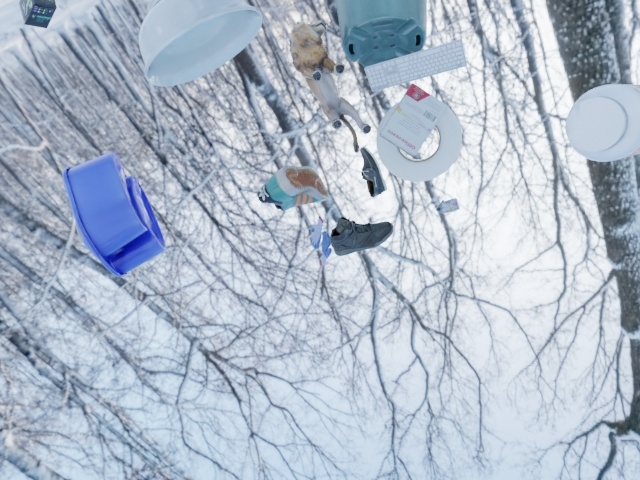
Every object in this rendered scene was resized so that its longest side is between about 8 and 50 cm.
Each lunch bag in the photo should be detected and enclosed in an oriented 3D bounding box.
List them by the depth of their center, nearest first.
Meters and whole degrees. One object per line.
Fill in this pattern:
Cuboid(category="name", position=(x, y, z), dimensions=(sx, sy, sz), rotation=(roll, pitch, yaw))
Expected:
Cuboid(category="lunch bag", position=(0.469, -0.126, 1.788), dimensions=(0.083, 0.053, 0.071), rotation=(-17, 175, 20))

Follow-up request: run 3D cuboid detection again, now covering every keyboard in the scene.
Cuboid(category="keyboard", position=(0.245, -0.453, 1.260), dimensions=(0.256, 0.072, 0.014), rotation=(-8, -134, 24))

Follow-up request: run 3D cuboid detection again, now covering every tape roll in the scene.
Cuboid(category="tape roll", position=(0.338, -0.345, 1.653), dimensions=(0.286, 0.286, 0.100), rotation=(-19, -174, 18))

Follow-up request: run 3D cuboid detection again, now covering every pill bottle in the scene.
Cuboid(category="pill bottle", position=(0.736, -0.293, 1.197), dimensions=(0.323, 0.181, 0.182), rotation=(-16, -162, -40))

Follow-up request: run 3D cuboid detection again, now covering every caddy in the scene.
Cuboid(category="caddy", position=(-0.555, -0.065, 1.271), dimensions=(0.179, 0.241, 0.341), rotation=(-27, -119, -7))

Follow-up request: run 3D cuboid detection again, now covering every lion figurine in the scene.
Cuboid(category="lion figurine", position=(0.019, -0.476, 1.508), dimensions=(0.142, 0.392, 0.240), rotation=(-26, -143, -6))

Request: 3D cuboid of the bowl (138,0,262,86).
Cuboid(category="bowl", position=(-0.290, -0.484, 1.085), dimensions=(0.298, 0.134, 0.298), rotation=(-30, -175, 3))

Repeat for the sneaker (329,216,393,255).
Cuboid(category="sneaker", position=(0.137, -0.032, 1.676), dimensions=(0.228, 0.130, 0.087), rotation=(-17, -135, 12))

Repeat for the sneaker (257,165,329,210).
Cuboid(category="sneaker", position=(-0.079, -0.150, 1.424), dimensions=(0.121, 0.108, 0.302), rotation=(-28, 169, 22))

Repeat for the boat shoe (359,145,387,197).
Cuboid(category="boat shoe", position=(0.208, -0.285, 2.016), dimensions=(0.079, 0.233, 0.084), rotation=(-29, -146, -6))

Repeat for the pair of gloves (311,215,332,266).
Cuboid(category="pair of gloves", position=(0.000, 0.000, 1.964), dimensions=(0.023, 0.159, 0.198), rotation=(-5, -137, -22))

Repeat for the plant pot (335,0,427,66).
Cuboid(category="plant pot", position=(0.185, -0.745, 1.482), dimensions=(0.341, 0.341, 0.334), rotation=(-9, -106, 30))

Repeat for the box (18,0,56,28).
Cuboid(category="box", position=(-0.672, -0.559, 1.148), dimensions=(0.052, 0.062, 0.083), rotation=(-11, 169, -47))

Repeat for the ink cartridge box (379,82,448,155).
Cuboid(category="ink cartridge box", position=(0.276, -0.360, 1.457), dimensions=(0.175, 0.127, 0.072), rotation=(-57, -178, 8))
